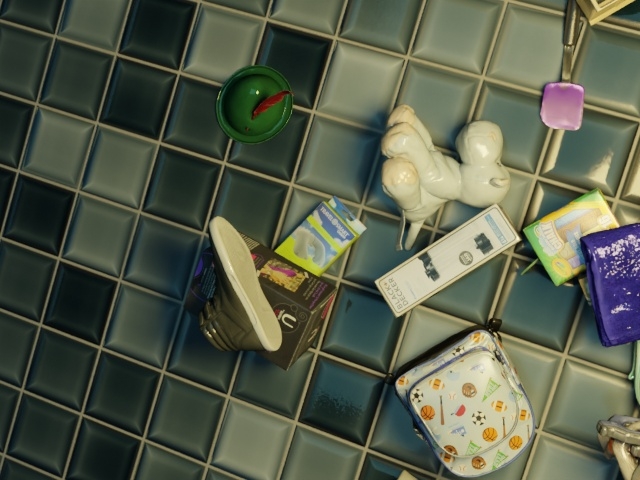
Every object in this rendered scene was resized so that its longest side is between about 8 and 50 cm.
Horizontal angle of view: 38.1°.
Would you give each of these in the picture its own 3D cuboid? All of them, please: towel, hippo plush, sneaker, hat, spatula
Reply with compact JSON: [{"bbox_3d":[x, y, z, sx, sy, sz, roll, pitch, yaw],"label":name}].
[{"bbox_3d":[0.636,0.061,1.661,0.308,0.076,0.228,-16,110,4],"label":"towel"},{"bbox_3d":[0.256,-0.132,1.848,0.236,0.234,0.294,-4,89,16],"label":"hippo plush"},{"bbox_3d":[-0.198,0.103,1.857,0.147,0.104,0.296,-15,106,23],"label":"sneaker"},{"bbox_3d":[-0.159,-0.309,1.981,0.208,0.183,0.173,-33,82,13],"label":"hat"},{"bbox_3d":[0.503,-0.375,1.883,0.084,0.030,0.296,6,91,9],"label":"spatula"}]

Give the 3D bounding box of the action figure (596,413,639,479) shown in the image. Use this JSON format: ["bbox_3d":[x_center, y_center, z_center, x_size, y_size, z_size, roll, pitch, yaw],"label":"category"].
[{"bbox_3d":[0.665,0.420,1.693,0.341,0.330,0.179,11,94,14],"label":"action figure"}]

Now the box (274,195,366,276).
[{"bbox_3d":[0.000,0.000,2.016,0.178,0.042,0.109,-46,80,12],"label":"box"}]

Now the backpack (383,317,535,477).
[{"bbox_3d":[0.303,0.333,1.863,0.276,0.213,0.263,-31,93,10],"label":"backpack"}]

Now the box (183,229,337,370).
[{"bbox_3d":[-0.128,0.123,1.978,0.270,0.143,0.165,30,119,13],"label":"box"}]

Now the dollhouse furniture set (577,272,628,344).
[{"bbox_3d":[0.577,0.128,1.791,0.101,0.182,0.161,-23,84,14],"label":"dollhouse furniture set"}]

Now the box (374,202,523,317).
[{"bbox_3d":[0.263,0.040,1.882,0.290,0.169,0.087,-34,82,14],"label":"box"}]

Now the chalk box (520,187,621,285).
[{"bbox_3d":[0.486,0.004,1.840,0.213,0.132,0.132,-29,84,12],"label":"chalk box"}]

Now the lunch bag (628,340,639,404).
[{"bbox_3d":[0.715,0.212,1.793,0.224,0.108,0.279,1,91,15],"label":"lunch bag"}]

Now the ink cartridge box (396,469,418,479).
[{"bbox_3d":[0.260,0.652,1.829,0.384,0.279,0.160,32,98,12],"label":"ink cartridge box"}]

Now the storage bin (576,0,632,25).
[{"bbox_3d":[0.577,-0.604,1.802,0.260,0.123,0.262,-30,83,5],"label":"storage bin"}]
